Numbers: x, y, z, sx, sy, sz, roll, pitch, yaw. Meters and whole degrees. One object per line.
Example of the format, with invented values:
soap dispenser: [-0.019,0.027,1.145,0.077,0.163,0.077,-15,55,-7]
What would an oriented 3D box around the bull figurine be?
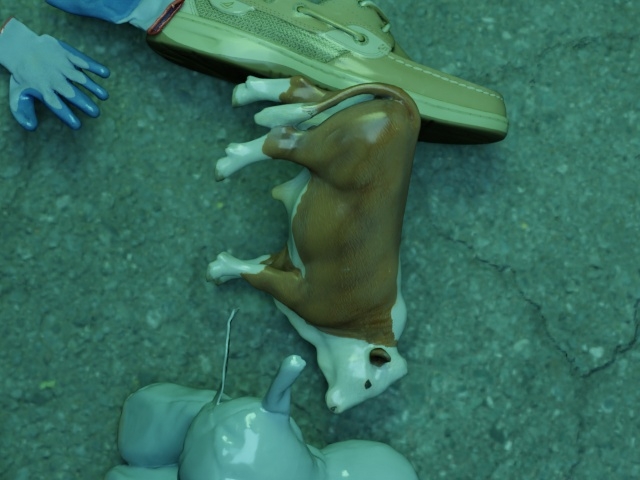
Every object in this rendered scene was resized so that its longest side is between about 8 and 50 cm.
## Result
bull figurine: [0.000,0.000,1.309,0.188,0.101,0.310,9,112,4]

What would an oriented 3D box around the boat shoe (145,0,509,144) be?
boat shoe: [0.017,-0.176,1.354,0.341,0.121,0.110,18,82,-2]

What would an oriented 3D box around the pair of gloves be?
pair of gloves: [-0.221,-0.190,1.342,0.159,0.023,0.198,35,83,32]

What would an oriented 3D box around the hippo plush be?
hippo plush: [-0.037,0.216,1.299,0.236,0.234,0.294,18,99,-34]
